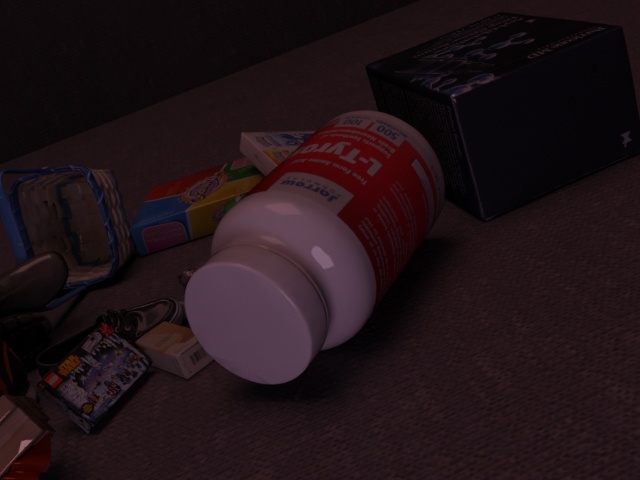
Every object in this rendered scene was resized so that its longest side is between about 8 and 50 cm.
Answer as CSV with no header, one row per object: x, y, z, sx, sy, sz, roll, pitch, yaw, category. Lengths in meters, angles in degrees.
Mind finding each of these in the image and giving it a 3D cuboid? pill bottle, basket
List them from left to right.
-0.481,-0.015,1.538,0.201,0.254,0.289,-13,5,14,basket
0.000,0.000,1.112,0.229,0.229,0.407,-5,27,32,pill bottle

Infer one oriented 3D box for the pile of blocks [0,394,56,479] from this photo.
-0.423,0.328,0.913,0.362,0.113,0.149,-44,-8,-33,pile of blocks

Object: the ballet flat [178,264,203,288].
-0.183,0.054,1.403,0.114,0.041,0.041,-25,23,-10,ballet flat

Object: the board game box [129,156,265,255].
-0.213,-0.088,1.703,0.317,0.064,0.242,-17,23,7,board game box

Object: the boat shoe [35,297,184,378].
-0.314,0.140,1.226,0.228,0.076,0.080,-27,46,-12,boat shoe

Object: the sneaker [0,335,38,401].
-0.515,0.227,1.090,0.125,0.180,0.321,-13,23,17,sneaker

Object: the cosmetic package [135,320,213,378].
-0.206,0.154,1.178,0.115,0.041,0.060,6,34,47,cosmetic package

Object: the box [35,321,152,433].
-0.307,0.184,1.131,0.027,0.094,0.137,-51,0,40,box

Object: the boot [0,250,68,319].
-0.515,0.100,1.313,0.246,0.083,0.161,-32,4,-13,boot

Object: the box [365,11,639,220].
0.294,-0.231,1.413,0.294,0.212,0.395,-23,23,-9,box

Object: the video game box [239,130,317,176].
-0.040,-0.167,1.636,0.187,0.048,0.205,-7,27,-24,video game box

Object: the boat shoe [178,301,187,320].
-0.228,0.114,1.307,0.100,0.035,0.035,-18,-5,15,boat shoe

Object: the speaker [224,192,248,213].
-0.006,-0.064,1.396,0.297,0.131,0.131,-22,22,-4,speaker

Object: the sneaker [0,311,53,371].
-0.549,0.194,1.301,0.106,0.101,0.267,2,31,47,sneaker
